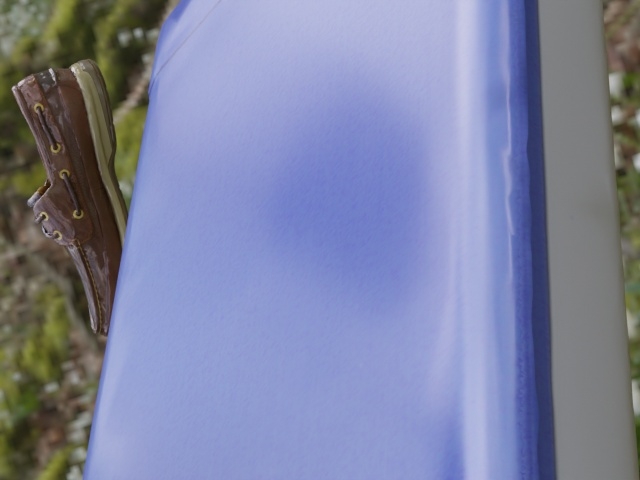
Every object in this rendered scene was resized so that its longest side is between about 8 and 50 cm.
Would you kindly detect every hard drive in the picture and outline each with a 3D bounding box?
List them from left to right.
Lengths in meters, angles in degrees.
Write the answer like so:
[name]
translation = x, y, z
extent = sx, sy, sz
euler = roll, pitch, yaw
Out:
[hard drive]
translation = 0.000, 0.000, 0.489
extent = 0.210, 0.040, 0.318
euler = -42, 32, 41

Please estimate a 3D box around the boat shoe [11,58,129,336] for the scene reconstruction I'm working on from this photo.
[boat shoe]
translation = -0.156, -0.023, 1.102
extent = 0.064, 0.060, 0.178
euler = -162, 62, -73
